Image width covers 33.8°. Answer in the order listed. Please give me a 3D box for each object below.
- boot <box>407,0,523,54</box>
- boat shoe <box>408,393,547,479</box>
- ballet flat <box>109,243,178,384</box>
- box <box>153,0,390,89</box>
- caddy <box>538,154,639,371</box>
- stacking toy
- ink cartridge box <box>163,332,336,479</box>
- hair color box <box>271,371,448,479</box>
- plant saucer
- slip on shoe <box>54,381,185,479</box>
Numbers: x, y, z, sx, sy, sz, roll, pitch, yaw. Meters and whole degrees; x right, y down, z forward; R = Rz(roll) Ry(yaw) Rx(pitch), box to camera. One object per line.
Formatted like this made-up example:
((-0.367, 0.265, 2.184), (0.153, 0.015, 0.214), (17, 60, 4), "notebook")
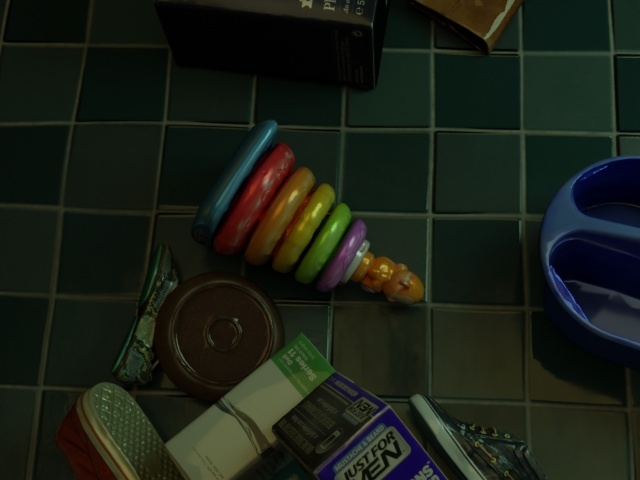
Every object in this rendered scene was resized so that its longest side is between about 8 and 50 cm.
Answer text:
((0.221, -0.438, 1.517), (0.264, 0.096, 0.280), (41, 85, 7), "boot")
((0.190, 0.246, 1.280), (0.083, 0.065, 0.183), (-36, 79, -12), "boat shoe")
((-0.212, 0.098, 1.358), (0.070, 0.070, 0.188), (16, 75, 9), "ballet flat")
((-0.047, -0.391, 1.449), (0.294, 0.183, 0.296), (7, 71, 7), "box")
((0.429, 0.039, 1.274), (0.341, 0.179, 0.241), (19, 72, 10), "caddy")
((0.000, 0.000, 1.344), (0.301, 0.175, 0.166), (32, 76, -1), "stacking toy")
((-0.070, 0.223, 1.252), (0.208, 0.153, 0.087), (-38, 71, -11), "ink cartridge box")
((0.105, 0.311, 1.123), (0.110, 0.185, 0.339), (-41, 103, -10), "hair color box")
((-0.124, 0.119, 1.329), (0.168, 0.029, 0.169), (4, 76, -15), "plant saucer")
((-0.210, 0.330, 1.257), (0.101, 0.123, 0.331), (-40, 76, 24), "slip on shoe")
